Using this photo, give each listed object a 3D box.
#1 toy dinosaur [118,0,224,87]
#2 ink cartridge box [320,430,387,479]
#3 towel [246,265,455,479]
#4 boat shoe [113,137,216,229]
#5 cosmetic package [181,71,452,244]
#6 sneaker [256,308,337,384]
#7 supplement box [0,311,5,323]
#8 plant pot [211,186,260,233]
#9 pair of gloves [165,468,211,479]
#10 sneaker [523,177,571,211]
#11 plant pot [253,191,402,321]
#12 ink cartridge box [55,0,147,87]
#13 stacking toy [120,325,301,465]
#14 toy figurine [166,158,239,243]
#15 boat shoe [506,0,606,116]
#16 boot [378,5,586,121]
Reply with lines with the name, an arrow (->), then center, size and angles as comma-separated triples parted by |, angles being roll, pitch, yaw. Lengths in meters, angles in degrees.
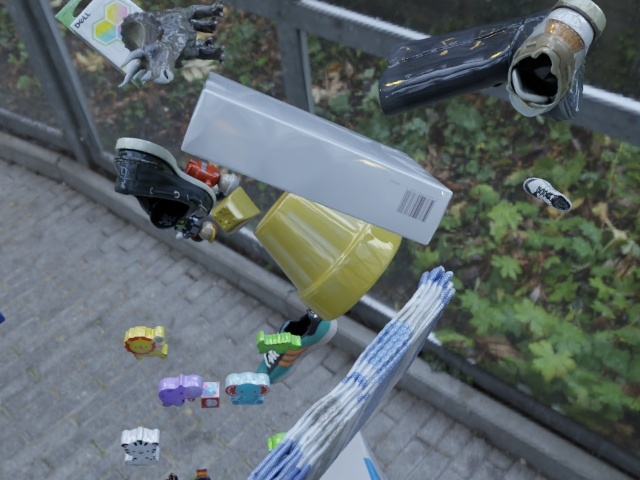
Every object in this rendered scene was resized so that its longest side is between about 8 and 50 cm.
toy dinosaur -> -0.235, -0.311, 1.063 | 0.160, 0.121, 0.313 | -4, 20, -17
ink cartridge box -> 0.113, 0.660, 1.584 | 0.166, 0.395, 0.285 | -27, 26, 1
towel -> 0.020, 0.164, 0.653 | 0.034, 0.209, 0.285 | 36, 59, 16
boat shoe -> -0.294, -0.080, 1.323 | 0.127, 0.340, 0.113 | 8, 77, 8
cosmetic package -> -0.015, -0.137, 1.081 | 0.377, 0.097, 0.284 | 21, 17, -13
sneaker -> -0.097, 0.303, 2.043 | 0.302, 0.121, 0.108 | -43, 39, 15
supplement box -> -0.612, 0.095, 0.958 | 0.194, 0.195, 0.357 | -41, 17, -34
plant pot -> -0.205, -0.062, 1.615 | 0.081, 0.081, 0.083 | -36, 5, 25
pair of gloves -> -0.244, 0.455, 1.294 | 0.083, 0.074, 0.010 | -7, 28, -5
sneaker -> 0.363, -0.073, 1.105 | 0.083, 0.032, 0.037 | 29, 12, 4
plant pot -> 0.000, 0.000, 1.454 | 0.239, 0.254, 0.254 | 39, 54, -8
ink cartridge box -> -0.381, -0.393, 1.282 | 0.209, 0.062, 0.109 | 40, 84, -1
stacking toy -> -0.124, 0.174, 0.825 | 0.221, 0.052, 0.167 | 0, 42, -9
toy figurine -> -0.320, -0.095, 1.837 | 0.148, 0.213, 0.209 | 22, 77, -21
boat shoe -> 0.345, -0.266, 1.109 | 0.113, 0.302, 0.103 | 39, 81, 13
boot -> 0.321, -0.347, 1.492 | 0.445, 0.146, 0.367 | -4, 38, 31
